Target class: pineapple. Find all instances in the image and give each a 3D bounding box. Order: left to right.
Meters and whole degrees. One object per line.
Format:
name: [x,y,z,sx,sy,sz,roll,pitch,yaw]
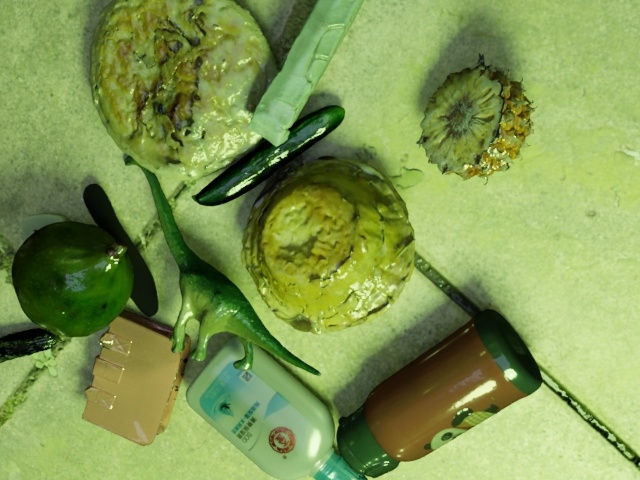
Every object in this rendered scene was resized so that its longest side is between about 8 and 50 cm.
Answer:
pineapple: [0.252,-0.165,1.154,0.176,0.136,0.161,-61,41,21]

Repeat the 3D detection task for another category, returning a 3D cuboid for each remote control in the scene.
remote control: [-0.483,0.046,1.402,0.087,0.029,0.190,0,101,13]

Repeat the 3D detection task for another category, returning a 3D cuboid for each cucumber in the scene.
cucumber: [-0.561,0.194,1.442,0.181,0.053,0.053,-16,97,13]
cucumber: [-0.080,-0.131,1.252,0.284,0.056,0.056,-32,93,8]

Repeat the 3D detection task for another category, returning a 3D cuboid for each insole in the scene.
insole: [-0.344,0.016,1.362,0.086,0.005,0.253,-23,95,39]

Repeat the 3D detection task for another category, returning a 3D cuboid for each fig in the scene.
fig: [-0.393,0.055,1.279,0.244,0.195,0.195,-20,97,53]

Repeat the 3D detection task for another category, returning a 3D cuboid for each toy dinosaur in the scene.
toy dinosaur: [-0.165,0.042,1.269,0.446,0.087,0.301,15,92,22]

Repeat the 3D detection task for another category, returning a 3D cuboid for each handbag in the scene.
handbag: [-0.329,0.242,1.391,0.157,0.059,0.213,20,103,7]

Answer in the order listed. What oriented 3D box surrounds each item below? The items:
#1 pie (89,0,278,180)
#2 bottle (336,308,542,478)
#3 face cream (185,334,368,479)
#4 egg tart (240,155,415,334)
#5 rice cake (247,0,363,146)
pie: [-0.228,-0.262,1.256,0.338,0.077,0.339,3,103,12]
bottle: [0.173,0.254,1.240,0.336,0.144,0.144,-38,91,20]
face cream: [-0.065,0.320,1.333,0.336,0.080,0.163,41,103,3]
egg tart: [0.000,0.000,1.197,0.294,0.116,0.295,-4,78,22]
rice cake: [-0.005,-0.301,1.185,0.066,0.063,0.336,30,99,5]
